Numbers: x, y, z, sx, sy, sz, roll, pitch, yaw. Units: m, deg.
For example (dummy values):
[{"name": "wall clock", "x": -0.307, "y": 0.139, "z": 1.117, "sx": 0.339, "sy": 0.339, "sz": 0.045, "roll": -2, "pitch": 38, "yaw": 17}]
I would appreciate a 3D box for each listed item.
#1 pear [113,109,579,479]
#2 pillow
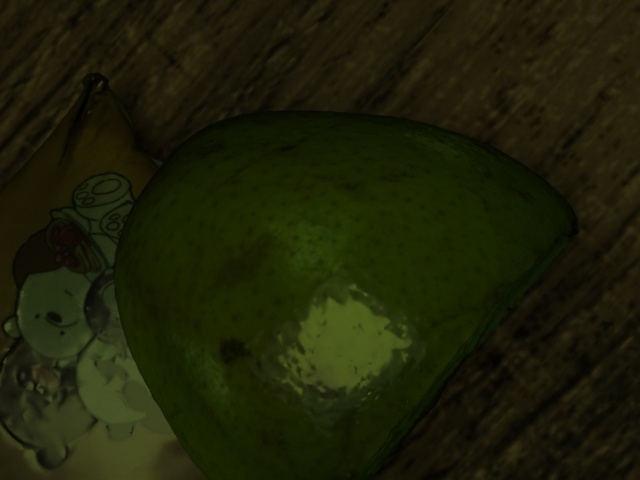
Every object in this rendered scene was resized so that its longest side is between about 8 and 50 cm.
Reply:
[{"name": "pear", "x": -0.002, "y": 0.001, "z": 0.901, "sx": 0.239, "sy": 0.139, "sz": 0.288, "roll": 36, "pitch": 70, "yaw": 16}, {"name": "pillow", "x": -0.158, "y": 0.099, "z": 0.989, "sx": 0.312, "sy": 0.119, "sz": 0.310, "roll": -44, "pitch": 81, "yaw": 3}]
